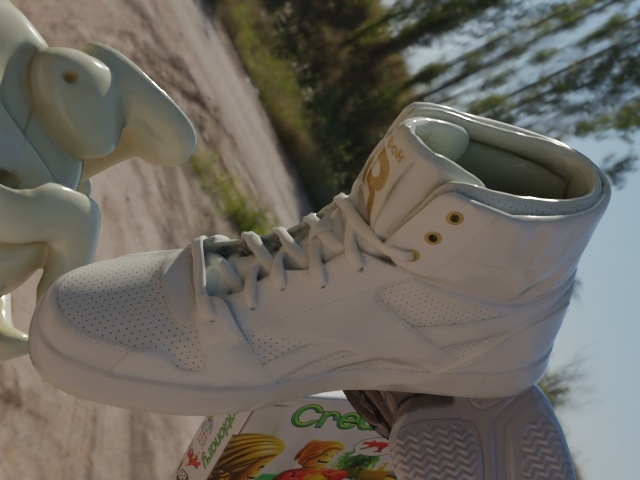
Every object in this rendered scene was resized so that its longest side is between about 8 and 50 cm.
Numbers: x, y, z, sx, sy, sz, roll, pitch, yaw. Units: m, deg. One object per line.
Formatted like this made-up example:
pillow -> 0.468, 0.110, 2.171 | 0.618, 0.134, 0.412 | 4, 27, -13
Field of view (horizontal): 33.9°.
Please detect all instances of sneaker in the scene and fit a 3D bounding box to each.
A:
sneaker -> 0.000, 0.000, 0.535 | 0.108, 0.292, 0.169 | -105, -161, -44
sneaker -> 0.084, 0.115, 0.708 | 0.269, 0.101, 0.153 | 53, -3, 33

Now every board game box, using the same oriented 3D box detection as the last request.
board game box -> 0.033, 0.193, 0.961 | 0.305, 0.193, 0.053 | 8, 39, -29

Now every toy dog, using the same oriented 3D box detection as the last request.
toy dog -> -0.367, -0.048, 1.027 | 0.395, 0.284, 0.408 | 57, 41, -30
